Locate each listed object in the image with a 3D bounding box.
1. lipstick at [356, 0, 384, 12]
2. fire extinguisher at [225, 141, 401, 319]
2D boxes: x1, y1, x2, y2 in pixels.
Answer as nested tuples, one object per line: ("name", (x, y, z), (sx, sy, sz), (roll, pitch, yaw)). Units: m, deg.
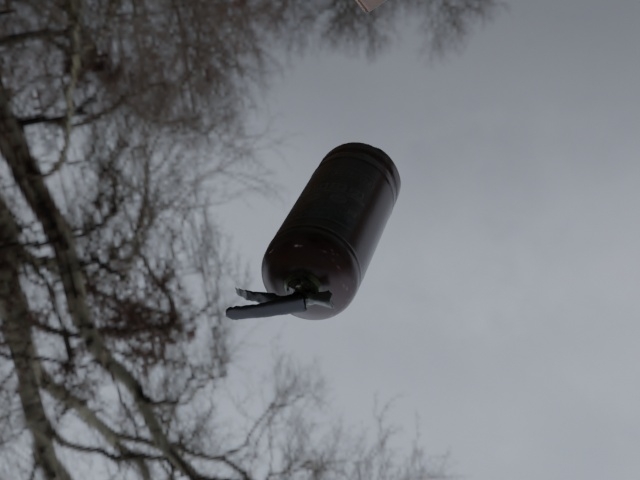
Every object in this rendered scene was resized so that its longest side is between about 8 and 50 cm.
("lipstick", (0.026, -0.313, 1.125), (0.045, 0.145, 0.045), (-33, -134, 14))
("fire extinguisher", (0.000, 0.000, 1.228), (0.135, 0.114, 0.337), (-1, -152, 16))
